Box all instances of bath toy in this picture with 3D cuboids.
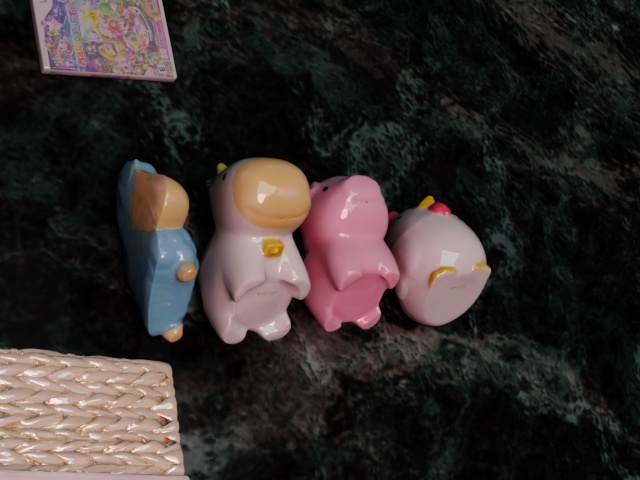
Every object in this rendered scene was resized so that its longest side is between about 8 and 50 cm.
[{"bbox_3d":[0.000,0.000,0.731,0.348,0.151,0.129,3,36,-35],"label":"bath toy"}]

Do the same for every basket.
[{"bbox_3d":[-0.185,0.135,0.546,0.167,0.113,0.103,10,60,-33],"label":"basket"}]

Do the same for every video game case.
[{"bbox_3d":[-0.191,-0.185,0.732,0.122,0.011,0.087,-4,75,-36],"label":"video game case"}]
